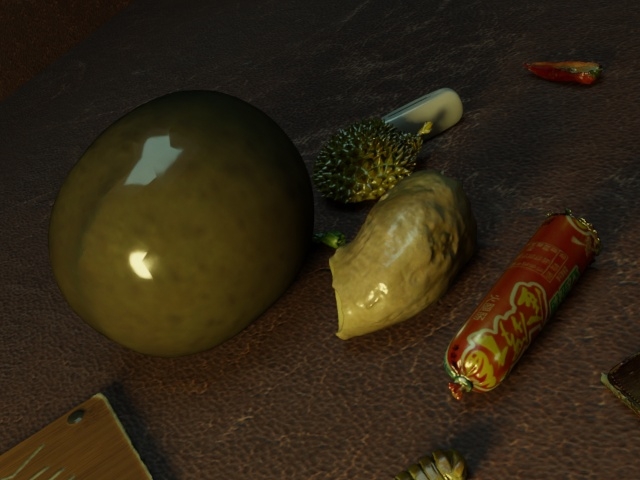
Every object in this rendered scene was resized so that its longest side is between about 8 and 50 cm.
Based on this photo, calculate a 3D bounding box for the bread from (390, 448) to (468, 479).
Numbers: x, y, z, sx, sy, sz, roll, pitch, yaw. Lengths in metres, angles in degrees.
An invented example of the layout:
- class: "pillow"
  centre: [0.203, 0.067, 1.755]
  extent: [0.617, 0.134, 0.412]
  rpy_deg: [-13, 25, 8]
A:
- class: "bread"
  centre: [0.097, 0.225, 0.882]
  extent: [0.088, 0.034, 0.049]
  rpy_deg: [-28, 22, -6]

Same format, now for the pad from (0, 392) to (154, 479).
- class: "pad"
  centre: [-0.340, 0.316, 1.088]
  extent: [0.286, 0.018, 0.284]
  rpy_deg: [-34, 30, -14]

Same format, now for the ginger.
- class: "ginger"
  centre: [0.104, 0.011, 1.137]
  extent: [0.267, 0.138, 0.152]
  rpy_deg: [-40, 26, -18]

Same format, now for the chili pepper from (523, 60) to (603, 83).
- class: "chili pepper"
  centre: [0.388, -0.272, 1.509]
  extent: [0.045, 0.027, 0.178]
  rpy_deg: [-33, 29, -24]

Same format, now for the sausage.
- class: "sausage"
  centre: [0.211, 0.075, 1.010]
  extent: [0.083, 0.083, 0.264]
  rpy_deg: [7, 43, 45]

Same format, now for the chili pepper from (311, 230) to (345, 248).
- class: "chili pepper"
  centre: [0.000, -0.001, 1.350]
  extent: [0.091, 0.030, 0.034]
  rpy_deg: [-4, 59, 37]

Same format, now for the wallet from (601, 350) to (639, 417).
- class: "wallet"
  centre: [0.354, 0.150, 0.813]
  extent: [0.121, 0.031, 0.232]
  rpy_deg: [-31, 26, -3]

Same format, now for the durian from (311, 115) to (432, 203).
- class: "durian"
  centre: [0.083, -0.133, 1.427]
  extent: [0.208, 0.102, 0.146]
  rpy_deg: [-26, 42, -4]

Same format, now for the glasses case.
- class: "glasses case"
  centre: [0.154, -0.191, 1.515]
  extent: [0.164, 0.063, 0.041]
  rpy_deg: [-27, 28, -3]

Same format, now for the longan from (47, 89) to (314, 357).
- class: "longan"
  centre: [-0.180, -0.024, 1.238]
  extent: [0.360, 0.361, 0.361]
  rpy_deg: [-19, 29, 11]
